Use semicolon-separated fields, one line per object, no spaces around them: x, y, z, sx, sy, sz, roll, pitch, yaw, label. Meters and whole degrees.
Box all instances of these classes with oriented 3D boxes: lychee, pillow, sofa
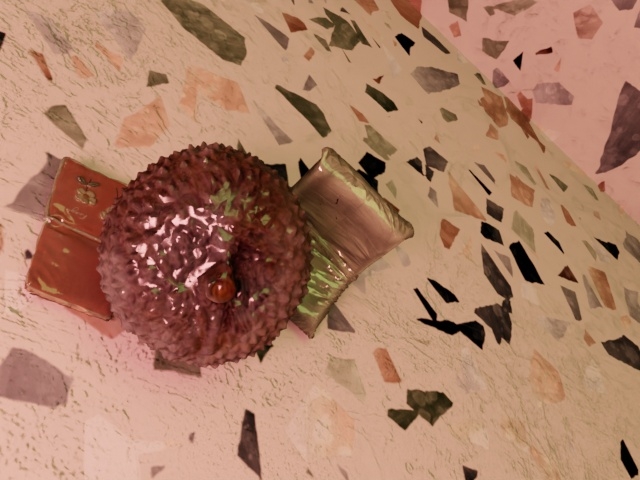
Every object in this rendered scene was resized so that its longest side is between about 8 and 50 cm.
-0.156;0.019;0.864;0.300;0.300;0.300;24;46;-27;lychee
-0.328;-0.005;0.897;0.126;0.043;0.232;23;46;-31;pillow
0.000;0.000;1.050;0.210;0.225;0.176;45;36;-9;sofa
